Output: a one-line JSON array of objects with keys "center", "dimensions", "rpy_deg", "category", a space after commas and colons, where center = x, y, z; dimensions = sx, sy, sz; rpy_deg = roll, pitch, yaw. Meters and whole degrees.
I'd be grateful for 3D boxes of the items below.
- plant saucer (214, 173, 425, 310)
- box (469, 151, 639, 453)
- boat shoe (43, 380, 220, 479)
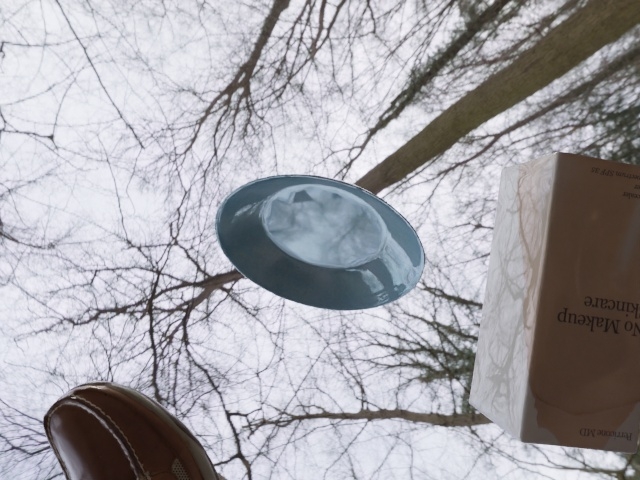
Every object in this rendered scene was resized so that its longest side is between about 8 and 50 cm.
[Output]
[{"center": [0.000, 0.000, 0.421], "dimensions": [0.195, 0.195, 0.037], "rpy_deg": [27, -130, -14], "category": "plant saucer"}, {"center": [0.286, 0.068, 0.530], "dimensions": [0.148, 0.121, 0.311], "rpy_deg": [7, -91, -7], "category": "box"}, {"center": [-0.152, 0.269, 0.404], "dimensions": [0.324, 0.123, 0.116], "rpy_deg": [46, -165, 10], "category": "boat shoe"}]
